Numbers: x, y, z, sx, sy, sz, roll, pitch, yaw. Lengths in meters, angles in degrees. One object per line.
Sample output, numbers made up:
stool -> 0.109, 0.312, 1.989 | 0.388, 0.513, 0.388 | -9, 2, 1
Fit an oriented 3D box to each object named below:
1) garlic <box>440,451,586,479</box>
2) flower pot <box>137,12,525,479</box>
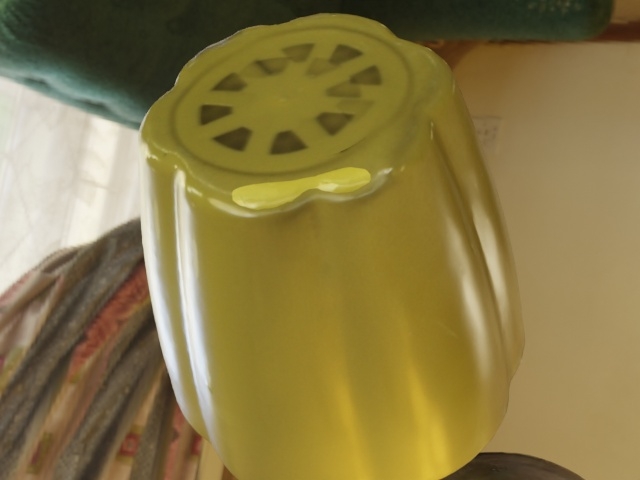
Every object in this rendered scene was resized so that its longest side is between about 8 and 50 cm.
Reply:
garlic -> 0.124, 0.209, 0.682 | 0.195, 0.087, 0.101 | -11, -165, 13
flower pot -> 0.000, 0.000, 0.449 | 0.195, 0.195, 0.179 | 8, 138, 22
